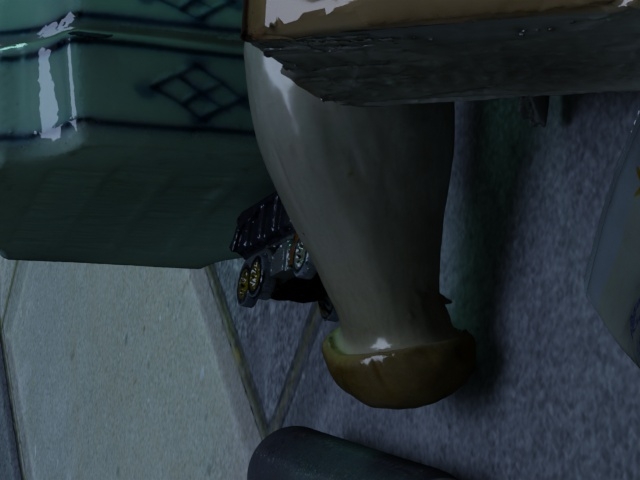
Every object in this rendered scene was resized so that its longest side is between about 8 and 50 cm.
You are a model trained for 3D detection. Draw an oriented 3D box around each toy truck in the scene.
[{"bbox_3d":[0.000,0.000,1.147,0.192,0.083,0.092,153,126,-66],"label":"toy truck"}]

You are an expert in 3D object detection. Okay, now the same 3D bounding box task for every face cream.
[{"bbox_3d":[0.031,0.170,1.035,0.283,0.073,0.073,-179,95,-68],"label":"face cream"},{"bbox_3d":[0.168,0.018,0.764,0.224,0.070,0.114,-111,33,-65],"label":"face cream"}]

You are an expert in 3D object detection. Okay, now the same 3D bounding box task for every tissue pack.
[{"bbox_3d":[0.098,-0.226,0.850,0.238,0.238,0.305,159,115,-66],"label":"tissue pack"}]

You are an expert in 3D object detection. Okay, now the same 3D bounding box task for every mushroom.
[{"bbox_3d":[0.024,-0.068,0.972,0.128,0.128,0.350,-169,67,-68],"label":"mushroom"}]

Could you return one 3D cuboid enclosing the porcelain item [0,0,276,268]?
[{"bbox_3d":[-0.136,-0.091,1.246,0.286,0.281,0.157,138,133,-62],"label":"porcelain item"}]
